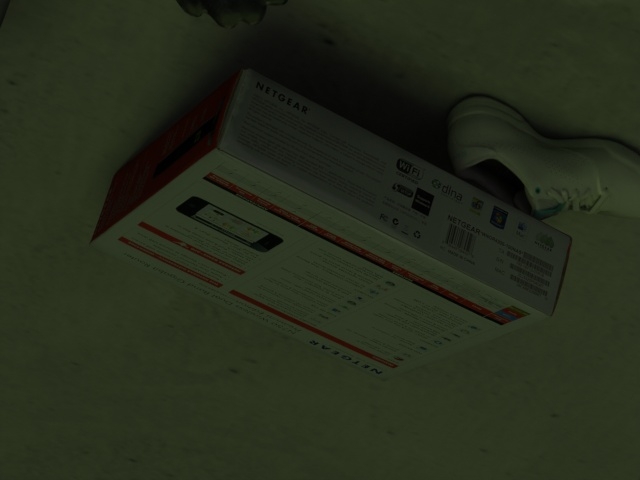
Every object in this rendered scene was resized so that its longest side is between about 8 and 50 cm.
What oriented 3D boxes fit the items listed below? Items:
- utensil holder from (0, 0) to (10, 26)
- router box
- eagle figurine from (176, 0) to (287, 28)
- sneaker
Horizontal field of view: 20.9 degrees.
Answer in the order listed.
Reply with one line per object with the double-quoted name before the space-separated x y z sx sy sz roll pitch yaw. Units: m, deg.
"utensil holder" -0.371 -0.233 1.252 0.327 0.327 0.385 20 135 -13
"router box" 0.000 0.000 1.558 0.335 0.082 0.301 26 155 -20
"eagle figurine" -0.047 -0.323 1.173 0.226 0.225 0.298 -4 130 -3
"sneaker" 0.206 -0.048 1.536 0.212 0.094 0.080 18 135 -12
